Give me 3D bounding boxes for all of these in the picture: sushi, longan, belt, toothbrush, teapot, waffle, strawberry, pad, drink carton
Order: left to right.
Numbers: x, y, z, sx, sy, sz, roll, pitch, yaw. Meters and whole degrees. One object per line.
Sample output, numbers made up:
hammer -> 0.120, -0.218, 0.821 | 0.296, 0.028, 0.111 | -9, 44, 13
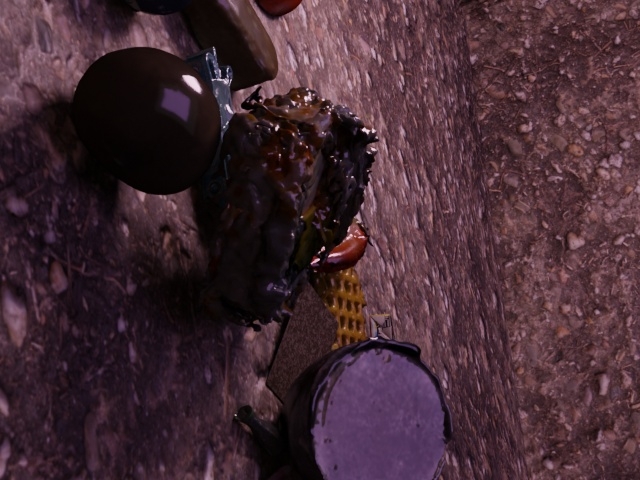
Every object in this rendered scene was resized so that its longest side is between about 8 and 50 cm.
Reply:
longan -> -0.238, -0.171, 1.183 | 0.220, 0.197, 0.196 | 40, 41, -42
belt -> -0.179, -0.182, 1.478 | 0.087, 0.072, 0.302 | -4, 83, -63
toothbrush -> -0.110, 0.413, 1.353 | 0.286, 0.020, 0.025 | -22, 91, -67
teapot -> -0.100, 0.312, 1.411 | 0.110, 0.043, 0.042 | 53, 32, -38
sushi -> -0.057, -0.042, 1.332 | 0.417, 0.176, 0.417 | 23, 90, -78
pad -> -0.029, 0.211, 1.618 | 0.158, 0.003, 0.235 | 55, 42, -40
strawberry -> 0.009, 0.013, 1.736 | 0.174, 0.098, 0.228 | 40, 42, -16
waffle -> 0.047, 0.160, 1.823 | 0.291, 0.051, 0.291 | 38, 45, -53
drink carton -> 0.148, 0.229, 1.953 | 0.165, 0.056, 0.071 | 69, 19, -63

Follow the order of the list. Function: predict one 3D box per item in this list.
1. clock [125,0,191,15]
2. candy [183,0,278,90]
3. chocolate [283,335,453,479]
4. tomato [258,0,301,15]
clock -> -0.281, -0.466, 1.323 | 0.243, 0.147, 0.199 | 57, 24, -23
candy -> -0.168, -0.389, 1.580 | 0.234, 0.104, 0.102 | 55, 36, -40
chocolate -> 0.057, 0.329, 1.517 | 0.303, 0.213, 0.303 | 7, 76, -32
tomato -> -0.100, -0.616, 1.899 | 0.225, 0.085, 0.224 | 40, 43, -50
